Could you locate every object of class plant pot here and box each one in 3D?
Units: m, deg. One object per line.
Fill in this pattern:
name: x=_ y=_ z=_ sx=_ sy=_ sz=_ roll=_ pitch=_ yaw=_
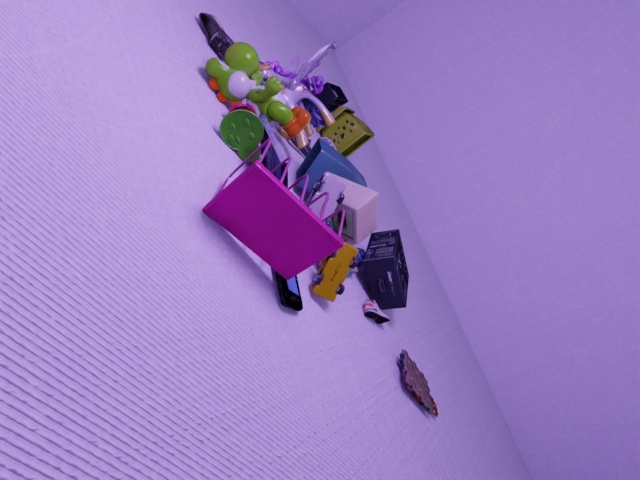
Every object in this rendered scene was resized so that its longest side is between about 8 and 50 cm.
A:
plant pot: x=0.050 y=-0.242 z=1.574 sx=0.235 sy=0.165 sz=0.165 roll=30 pitch=23 yaw=-18
plant pot: x=0.123 y=-0.579 z=2.192 sx=0.207 sy=0.227 sz=0.228 roll=56 pitch=23 yaw=1

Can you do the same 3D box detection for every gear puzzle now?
gear puzzle: x=0.396 y=0.596 z=1.663 sx=0.338 sy=0.044 sz=0.175 roll=53 pitch=22 yaw=-28

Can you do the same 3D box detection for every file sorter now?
file sorter: x=-0.102 y=-0.084 z=1.059 sx=0.291 sy=0.202 sz=0.182 roll=42 pitch=34 yaw=-22

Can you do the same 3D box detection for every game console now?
game console: x=-0.101 y=0.038 z=1.208 sx=0.213 sy=0.044 sz=0.360 roll=32 pitch=37 yaw=-51

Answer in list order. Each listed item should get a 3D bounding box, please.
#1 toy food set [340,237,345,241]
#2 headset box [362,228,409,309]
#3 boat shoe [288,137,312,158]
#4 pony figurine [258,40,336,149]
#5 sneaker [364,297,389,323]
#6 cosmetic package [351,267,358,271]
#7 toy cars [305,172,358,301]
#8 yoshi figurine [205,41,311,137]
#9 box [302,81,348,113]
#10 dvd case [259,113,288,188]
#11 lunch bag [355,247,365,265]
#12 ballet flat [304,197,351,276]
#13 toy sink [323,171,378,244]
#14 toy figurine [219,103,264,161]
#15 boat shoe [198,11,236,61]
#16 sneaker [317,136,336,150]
toy food set: x=0.065 y=-0.064 z=1.579 sx=0.232 sy=0.111 sz=0.105 roll=39 pitch=3 yaw=41
headset box: x=0.284 y=0.124 z=1.738 sx=0.283 sy=0.132 sz=0.246 roll=-63 pitch=140 yaw=-60
boat shoe: x=-0.066 y=-0.411 z=1.775 sx=0.206 sy=0.065 sz=0.075 roll=29 pitch=37 yaw=-56
pony figurine: x=-0.093 y=-0.582 z=1.591 sx=0.351 sy=0.303 sz=0.363 roll=-45 pitch=116 yaw=-30
sneaker: x=0.221 y=0.275 z=1.619 sx=0.161 sy=0.057 sz=0.075 roll=34 pitch=41 yaw=-45
cosmetic package: x=0.097 y=0.099 z=1.573 sx=0.115 sy=0.041 sz=0.060 roll=8 pitch=57 yaw=-64
toy cars: x=0.016 y=-0.008 z=1.283 sx=0.087 sy=0.177 sz=0.392 roll=-164 pitch=-119 yaw=-67
yoshi figurine: x=-0.193 y=-0.516 z=1.367 sx=0.363 sy=0.204 sz=0.202 roll=30 pitch=53 yaw=-25
box: x=0.020 y=-0.739 z=2.189 sx=0.103 sy=0.185 sz=0.261 roll=58 pitch=22 yaw=-4
dvd case: x=-0.146 y=-0.244 z=1.270 sx=0.180 sy=0.022 sz=0.252 roll=95 pitch=-24 yaw=-49
lunch bag: x=0.155 y=0.067 z=1.704 sx=0.098 sy=0.065 sz=0.067 roll=12 pitch=53 yaw=-63
ballet flat: x=0.000 y=0.000 z=1.382 sx=0.108 sy=0.106 sz=0.315 roll=-32 pitch=112 yaw=-25
toy sink: x=0.066 y=-0.113 z=1.405 sx=0.131 sy=0.234 sz=0.152 roll=-38 pitch=142 yaw=-33
toy figurine: x=-0.242 y=-0.358 z=1.297 sx=0.159 sy=0.130 sz=0.173 roll=-105 pitch=179 yaw=-50
boat shoe: x=-0.365 y=-0.716 z=1.470 sx=0.223 sy=0.080 sz=0.073 roll=58 pitch=27 yaw=5
sneaker: x=0.038 y=-0.336 z=1.880 sx=0.115 sy=0.105 sz=0.280 roll=-108 pitch=180 yaw=-66
